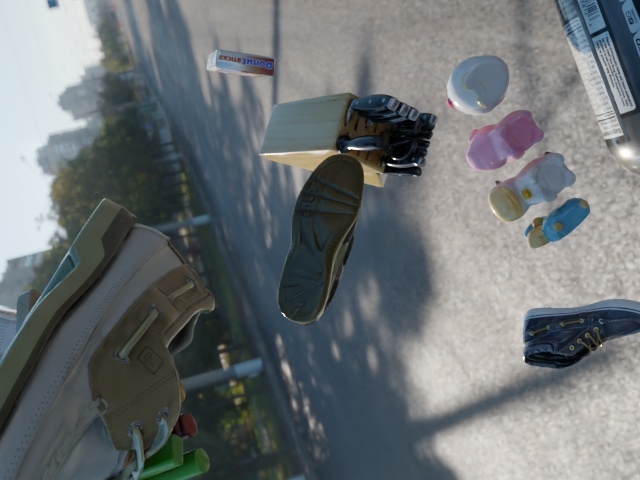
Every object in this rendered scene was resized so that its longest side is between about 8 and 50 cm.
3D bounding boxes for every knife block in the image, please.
[{"bbox_3d":[0.028,-0.158,1.249,0.242,0.275,0.088,48,-122,-75],"label":"knife block"}]

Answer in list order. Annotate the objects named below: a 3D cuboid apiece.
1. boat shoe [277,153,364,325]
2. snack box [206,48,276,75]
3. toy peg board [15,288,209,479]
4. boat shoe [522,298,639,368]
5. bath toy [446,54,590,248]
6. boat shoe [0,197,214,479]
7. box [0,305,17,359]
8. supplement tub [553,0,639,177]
[{"bbox_3d":[0.001,0.001,1.114,0.073,0.080,0.224,74,-149,-74],"label":"boat shoe"},{"bbox_3d":[-0.093,-0.201,0.999,0.178,0.064,0.022,-135,53,-76],"label":"snack box"},{"bbox_3d":[-0.161,0.128,0.710,0.161,0.079,0.161,43,-150,-50],"label":"toy peg board"},{"bbox_3d":[0.378,0.138,1.246,0.065,0.183,0.083,59,-147,-39],"label":"boat shoe"},{"bbox_3d":[0.325,-0.158,1.536,0.348,0.151,0.129,58,175,-9],"label":"bath toy"},{"bbox_3d":[-0.129,0.087,0.486,0.113,0.103,0.302,-49,16,33],"label":"boat shoe"},{"bbox_3d":[-0.488,0.110,1.168,0.063,0.323,0.067,-22,-57,-84],"label":"box"},{"bbox_3d":[0.313,-0.197,0.739,0.207,0.207,0.338,177,71,-81],"label":"supplement tub"}]
